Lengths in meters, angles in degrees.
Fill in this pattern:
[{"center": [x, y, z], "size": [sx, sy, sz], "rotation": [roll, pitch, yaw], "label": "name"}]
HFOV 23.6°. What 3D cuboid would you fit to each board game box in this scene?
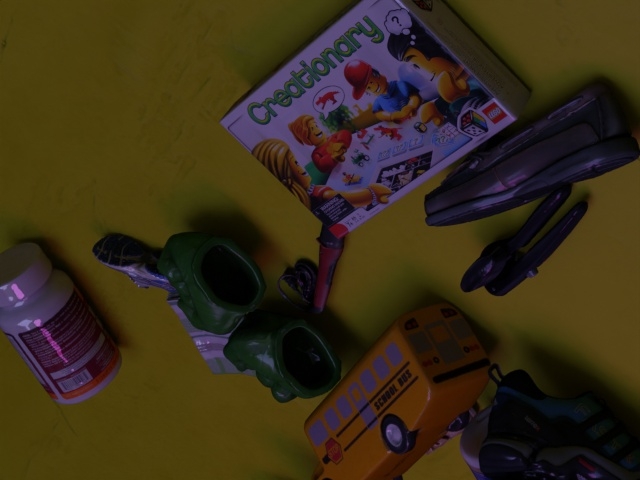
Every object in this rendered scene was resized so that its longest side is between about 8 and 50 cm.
[{"center": [0.051, -0.139, 1.619], "size": [0.193, 0.053, 0.305], "rotation": [44, 137, -11], "label": "board game box"}]

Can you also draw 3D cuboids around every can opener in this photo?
[{"center": [0.228, 0.005, 1.659], "size": [0.059, 0.073, 0.186], "rotation": [46, 133, -1], "label": "can opener"}]

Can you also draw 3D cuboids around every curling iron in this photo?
[{"center": [0.000, 0.000, 1.836], "size": [0.068, 0.035, 0.274], "rotation": [29, 142, 8], "label": "curling iron"}]

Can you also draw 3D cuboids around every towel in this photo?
[{"center": [-0.137, 0.130, 2.086], "size": [0.113, 0.023, 0.152], "rotation": [1, 131, 37], "label": "towel"}]

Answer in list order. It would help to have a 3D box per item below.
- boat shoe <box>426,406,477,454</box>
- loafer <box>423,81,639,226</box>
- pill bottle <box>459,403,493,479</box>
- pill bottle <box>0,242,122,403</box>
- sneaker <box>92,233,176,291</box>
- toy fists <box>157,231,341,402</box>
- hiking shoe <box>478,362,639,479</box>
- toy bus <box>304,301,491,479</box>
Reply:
[{"center": [0.136, 0.251, 1.982], "size": [0.063, 0.059, 0.170], "rotation": [44, 142, -11], "label": "boat shoe"}, {"center": [0.208, -0.084, 1.571], "size": [0.267, 0.096, 0.084], "rotation": [-21, 80, 44], "label": "loafer"}, {"center": [0.260, 0.298, 1.898], "size": [0.112, 0.112, 0.187], "rotation": [-6, 127, 40], "label": "pill bottle"}, {"center": [-0.385, 0.117, 2.176], "size": [0.121, 0.121, 0.221], "rotation": [-3, 129, 38], "label": "pill bottle"}, {"center": [-0.245, 0.038, 2.047], "size": [0.135, 0.052, 0.058], "rotation": [20, 144, 19], "label": "sneaker"}, {"center": [-0.097, 0.100, 1.948], "size": [0.279, 0.096, 0.142], "rotation": [47, 166, -17], "label": "toy fists"}, {"center": [0.332, 0.240, 1.786], "size": [0.304, 0.132, 0.113], "rotation": [20, 153, -20], "label": "hiking shoe"}, {"center": [0.080, 0.221, 1.902], "size": [0.130, 0.108, 0.333], "rotation": [59, 140, 19], "label": "toy bus"}]
